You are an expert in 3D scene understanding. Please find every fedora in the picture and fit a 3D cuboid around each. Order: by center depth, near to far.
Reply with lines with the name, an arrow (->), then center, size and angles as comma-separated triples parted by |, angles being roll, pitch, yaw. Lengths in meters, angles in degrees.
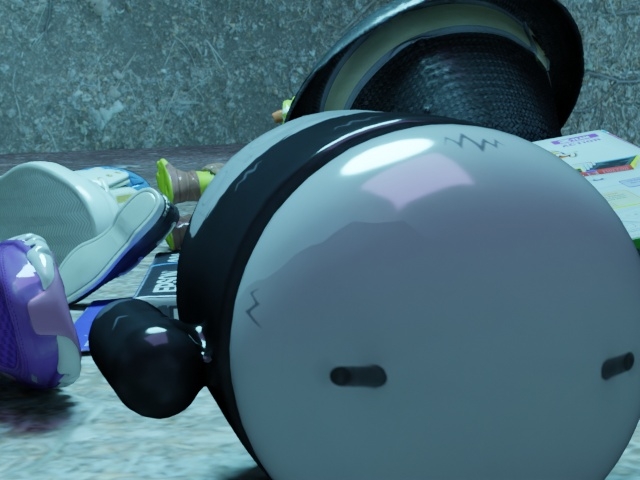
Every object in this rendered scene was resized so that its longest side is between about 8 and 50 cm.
fedora -> 0.129, -0.079, 1.209 | 0.334, 0.152, 0.334 | -15, -33, -11

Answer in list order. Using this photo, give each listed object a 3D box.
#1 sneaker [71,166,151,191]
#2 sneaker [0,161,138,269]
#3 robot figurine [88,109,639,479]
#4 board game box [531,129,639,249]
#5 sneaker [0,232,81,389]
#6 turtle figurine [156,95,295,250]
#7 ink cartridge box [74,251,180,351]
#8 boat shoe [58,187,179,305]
sneaker -> -0.311, -0.070, 1.753 | 0.188, 0.067, 0.078 | -2, 13, 17
sneaker -> -0.239, -0.037, 1.347 | 0.169, 0.108, 0.292 | -10, 10, -36
robot figurine -> 0.029, 0.032, 0.570 | 0.209, 0.173, 0.278 | -45, 14, -5
board game box -> 0.150, -0.006, 0.953 | 0.242, 0.064, 0.316 | -11, 15, -5
sneaker -> -0.226, 0.050, 0.791 | 0.104, 0.095, 0.236 | -14, 9, -34
turtle figurine -> -0.064, -0.051, 1.399 | 0.217, 0.087, 0.269 | -16, -24, -18
ink cartridge box -> -0.083, 0.041, 0.977 | 0.208, 0.045, 0.206 | -3, 7, -2
boat shoe -> -0.167, 0.010, 1.065 | 0.046, 0.125, 0.038 | 47, 6, 38
